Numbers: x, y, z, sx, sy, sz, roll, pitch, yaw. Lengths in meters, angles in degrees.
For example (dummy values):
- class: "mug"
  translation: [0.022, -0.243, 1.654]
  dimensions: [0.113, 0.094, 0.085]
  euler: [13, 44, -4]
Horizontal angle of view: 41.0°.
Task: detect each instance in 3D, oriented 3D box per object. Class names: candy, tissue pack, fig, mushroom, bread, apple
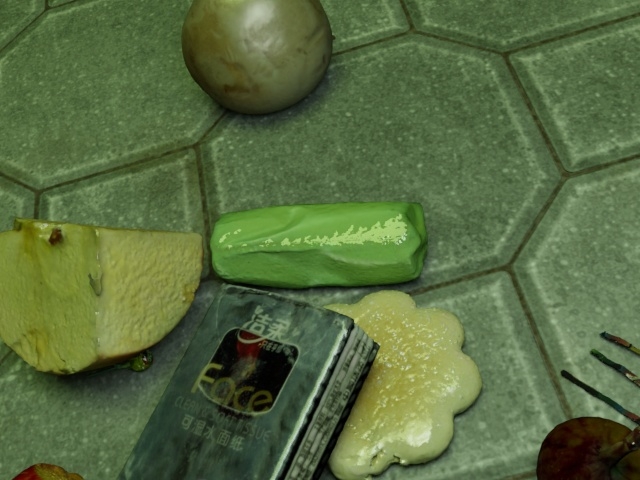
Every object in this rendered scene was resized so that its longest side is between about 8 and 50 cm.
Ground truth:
- class: "candy"
  translation: [0.000, 0.000, 1.369]
  dimensions: [0.344, 0.132, 0.142]
  euler: [-3, 68, 14]
- class: "candy"
  translation: [-0.325, 0.201, 1.375]
  dimensions: [0.123, 0.035, 0.035]
  euler: [-18, 18, 14]
- class: "tissue pack"
  translation: [-0.104, 0.250, 1.173]
  dimensions: [0.259, 0.122, 0.361]
  euler: [14, 68, 37]
- class: "fig"
  translation: [0.337, 0.292, 1.031]
  dimensions: [0.148, 0.202, 0.149]
  euler: [-21, 85, 16]
- class: "mushroom"
  translation: [-0.126, -0.396, 1.667]
  dimensions: [0.293, 0.292, 0.290]
  euler: [-18, 19, 2]
- class: "bread"
  translation: [0.079, 0.198, 1.244]
  dimensions: [0.316, 0.054, 0.316]
  euler: [-9, 50, 12]
- class: "apple"
  translation: [-0.375, 0.056, 1.364]
  dimensions: [0.309, 0.252, 0.314]
  euler: [-1, 44, 42]

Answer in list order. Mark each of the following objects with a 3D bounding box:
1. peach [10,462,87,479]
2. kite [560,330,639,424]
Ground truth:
- class: "peach"
  translation: [-0.347, 0.387, 1.139]
  dimensions: [0.190, 0.190, 0.192]
  euler: [-2, 49, 15]
- class: "kite"
  translation: [0.466, 0.220, 1.140]
  dimensions: [0.285, 0.015, 0.152]
  euler: [33, 67, 33]
